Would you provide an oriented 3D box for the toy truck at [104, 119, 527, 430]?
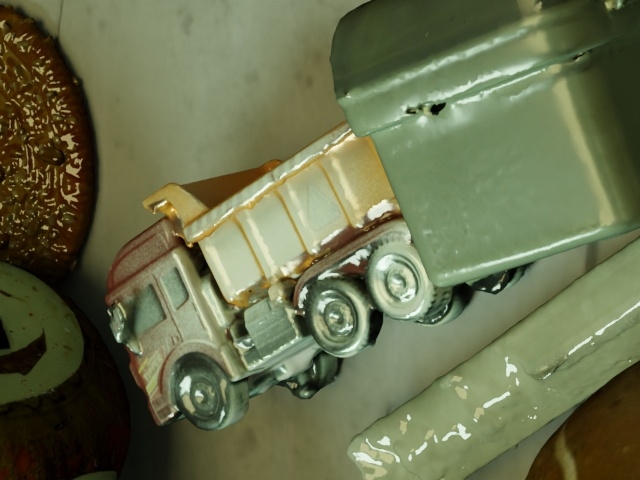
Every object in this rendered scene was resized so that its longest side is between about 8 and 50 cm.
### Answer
[{"bbox_3d":[0.000,0.000,1.007,0.270,0.114,0.135,-32,79,39],"label":"toy truck"}]

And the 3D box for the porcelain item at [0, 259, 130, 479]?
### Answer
[{"bbox_3d":[-0.248,0.130,1.155,0.253,0.253,0.253,8,102,40],"label":"porcelain item"}]

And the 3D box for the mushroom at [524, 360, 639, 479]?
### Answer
[{"bbox_3d":[0.184,0.185,0.861,0.208,0.233,0.301,3,120,7],"label":"mushroom"}]

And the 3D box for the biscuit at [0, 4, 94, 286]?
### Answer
[{"bbox_3d":[-0.194,-0.056,1.223,0.126,0.025,0.206,-4,94,41],"label":"biscuit"}]

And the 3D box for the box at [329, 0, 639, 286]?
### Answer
[{"bbox_3d":[0.120,-0.070,0.831,0.148,0.210,0.129,-19,91,43],"label":"box"}]

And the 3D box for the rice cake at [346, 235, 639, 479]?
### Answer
[{"bbox_3d":[0.111,0.062,0.955,0.256,0.057,0.052,-40,41,37],"label":"rice cake"}]
